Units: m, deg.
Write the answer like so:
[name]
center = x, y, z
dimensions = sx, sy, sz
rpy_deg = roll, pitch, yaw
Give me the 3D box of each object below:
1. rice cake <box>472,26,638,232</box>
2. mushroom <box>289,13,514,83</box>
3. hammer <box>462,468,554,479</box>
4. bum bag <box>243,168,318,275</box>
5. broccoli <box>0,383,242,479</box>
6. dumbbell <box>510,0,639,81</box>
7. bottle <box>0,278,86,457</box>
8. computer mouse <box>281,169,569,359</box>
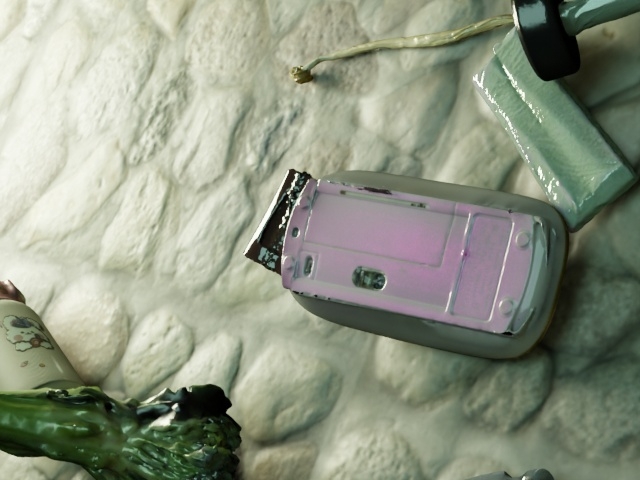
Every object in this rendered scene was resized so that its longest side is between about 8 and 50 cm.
[rice cake]
center = 0.214, -0.107, 1.584
dimensions = 0.080, 0.042, 0.221
rpy_deg = -45, 50, 20
[mushroom]
center = 0.084, -0.203, 1.746
dimensions = 0.286, 0.026, 0.028
rpy_deg = -12, 80, 33
[hammer]
center = 0.076, 0.285, 1.401
dimensions = 0.137, 0.037, 0.290
rpy_deg = -18, 16, 43
[bum bag]
center = 0.000, 0.000, 1.723
dimensions = 0.159, 0.026, 0.109
rpy_deg = 31, 91, 37
[broccoli]
center = -0.232, 0.198, 1.649
dimensions = 0.165, 0.304, 0.145
rpy_deg = 112, 173, -52
[dumbbell]
center = 0.275, -0.217, 1.520
dimensions = 0.191, 0.100, 0.100
rpy_deg = -17, 60, 18
[bottle]
center = -0.347, 0.130, 1.881
dimensions = 0.110, 0.110, 0.233
rpy_deg = -50, 48, 10
[computer mouse]
center = 0.099, 0.018, 1.595
dimensions = 0.310, 0.072, 0.158
rpy_deg = 10, 84, 38
